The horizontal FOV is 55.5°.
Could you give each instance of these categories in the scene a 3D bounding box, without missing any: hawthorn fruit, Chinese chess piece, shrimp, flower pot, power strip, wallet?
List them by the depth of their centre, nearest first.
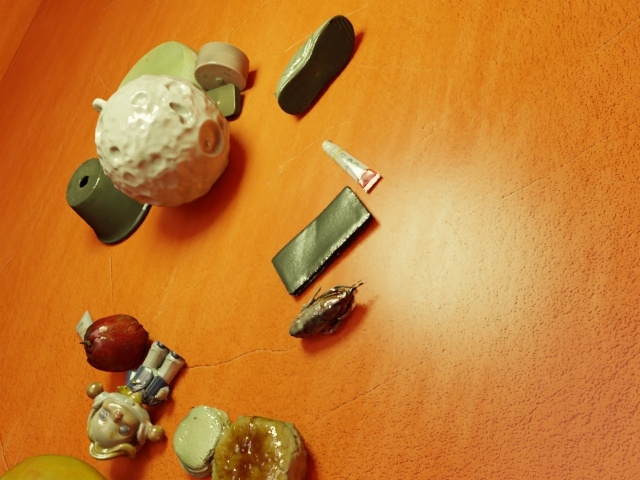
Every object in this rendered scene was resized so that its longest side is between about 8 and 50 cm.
[{"bbox_3d":[0.014,0.133,1.188,0.190,0.075,0.073,-44,14,20],"label":"shrimp"},{"bbox_3d":[0.000,0.000,1.300,0.244,0.025,0.124,-46,46,11],"label":"wallet"},{"bbox_3d":[-0.507,0.250,1.471,0.148,0.172,0.148,-1,88,31],"label":"hawthorn fruit"},{"bbox_3d":[-0.280,-0.481,1.712,0.154,0.154,0.078,-8,65,36],"label":"power strip"},{"bbox_3d":[-0.639,-0.140,1.805,0.269,0.166,0.269,-21,52,30],"label":"flower pot"},{"bbox_3d":[-0.480,-0.432,1.853,0.349,0.146,0.349,-20,54,30],"label":"Chinese chess piece"}]

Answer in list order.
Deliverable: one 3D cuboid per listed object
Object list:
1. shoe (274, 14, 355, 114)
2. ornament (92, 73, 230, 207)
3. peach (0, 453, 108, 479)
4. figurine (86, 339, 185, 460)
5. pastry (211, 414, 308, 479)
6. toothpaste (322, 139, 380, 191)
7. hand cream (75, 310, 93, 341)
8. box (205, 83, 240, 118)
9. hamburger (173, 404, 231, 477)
[{"bbox_3d":[-0.021,-0.443,1.523,0.275,0.103,0.098,-49,34,5],"label":"shoe"},{"bbox_3d":[-0.389,-0.250,1.546,0.337,0.337,0.337,-19,55,30],"label":"ornament"},{"bbox_3d":[-0.522,0.589,1.205,0.332,0.308,0.308,25,82,21],"label":"peach"},{"bbox_3d":[-0.427,0.357,1.373,0.193,0.133,0.274,12,72,-2],"label":"figurine"},{"bbox_3d":[-0.110,0.415,1.106,0.192,0.093,0.182,-2,62,40],"label":"pastry"},{"bbox_3d":[0.062,-0.171,1.348,0.048,0.031,0.190,-47,48,3],"label":"toothpaste"},{"bbox_3d":[-0.630,0.255,1.654,0.065,0.043,0.170,-56,43,0],"label":"hand cream"},{"bbox_3d":[-0.279,-0.387,1.726,0.126,0.031,0.091,-8,84,37],"label":"box"},{"bbox_3d":[-0.242,0.406,1.241,0.140,0.062,0.133,-42,48,9],"label":"hamburger"}]
